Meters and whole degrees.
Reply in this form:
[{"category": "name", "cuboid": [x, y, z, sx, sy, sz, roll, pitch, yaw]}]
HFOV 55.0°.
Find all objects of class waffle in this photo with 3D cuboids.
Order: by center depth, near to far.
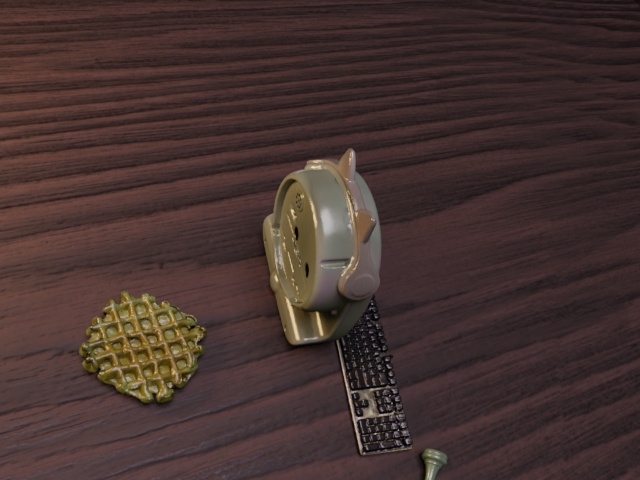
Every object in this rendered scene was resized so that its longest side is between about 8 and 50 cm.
[{"category": "waffle", "cuboid": [-0.279, 0.165, 0.977, 0.184, 0.036, 0.169, 28, 51, -3]}]

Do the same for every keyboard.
[{"category": "keyboard", "cuboid": [0.085, 0.211, 1.082, 0.106, 0.027, 0.317, -2, 59, -20]}]

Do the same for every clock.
[{"category": "clock", "cuboid": [0.000, 0.000, 1.003, 0.109, 0.324, 0.265, -3, 59, -21]}]

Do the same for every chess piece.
[{"category": "chess piece", "cuboid": [0.177, 0.389, 0.995, 0.042, 0.042, 0.093, 23, 60, -5]}]
